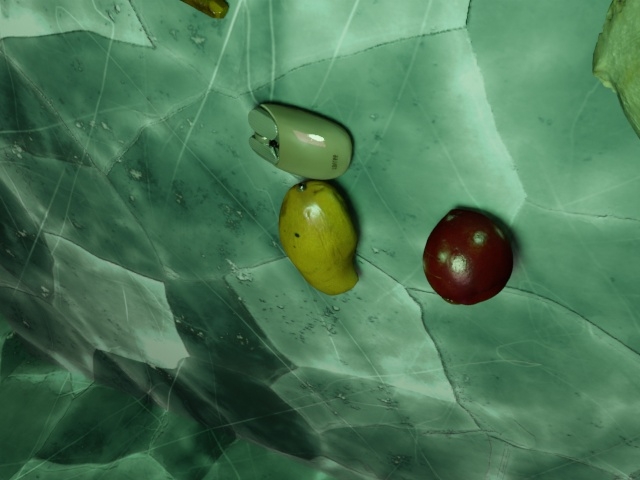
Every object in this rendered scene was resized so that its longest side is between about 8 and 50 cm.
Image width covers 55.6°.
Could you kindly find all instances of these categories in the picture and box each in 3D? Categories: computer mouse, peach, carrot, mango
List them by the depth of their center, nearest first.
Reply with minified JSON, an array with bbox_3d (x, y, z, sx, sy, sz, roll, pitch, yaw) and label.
[{"bbox_3d":[-0.259,-0.484,1.189,0.171,0.042,0.042,30,140,9],"label":"carrot"},{"bbox_3d":[0.296,0.032,1.242,0.198,0.197,0.197,18,137,17],"label":"peach"},{"bbox_3d":[-0.047,-0.207,1.293,0.237,0.082,0.145,21,139,12],"label":"computer mouse"},{"bbox_3d":[-0.004,0.001,1.423,0.187,0.144,0.359,12,140,15],"label":"mango"}]

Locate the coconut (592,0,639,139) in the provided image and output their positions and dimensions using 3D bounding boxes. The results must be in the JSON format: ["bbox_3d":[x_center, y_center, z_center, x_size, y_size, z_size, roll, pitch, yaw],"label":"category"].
[{"bbox_3d":[0.509,-0.231,0.686,0.405,0.404,0.404,18,137,17],"label":"coconut"}]
